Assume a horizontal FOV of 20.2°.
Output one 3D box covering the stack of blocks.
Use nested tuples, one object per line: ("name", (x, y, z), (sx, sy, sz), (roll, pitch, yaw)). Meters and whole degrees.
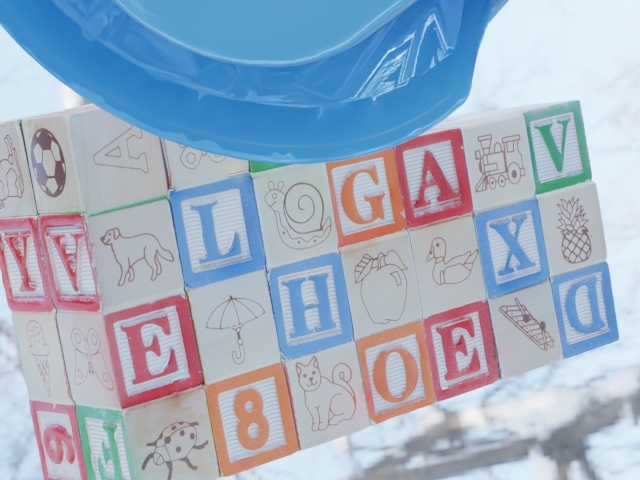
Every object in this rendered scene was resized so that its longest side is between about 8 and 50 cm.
("stack of blocks", (0.000, 0.000, 0.865), (0.297, 0.087, 0.171), (-14, -83, -36))

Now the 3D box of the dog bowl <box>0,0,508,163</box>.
("dog bowl", (0.022, -0.133, 0.473), (0.166, 0.297, 0.074), (35, -135, -22))
